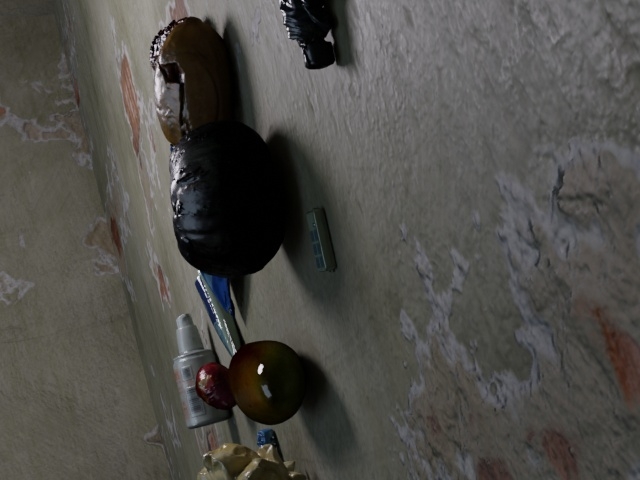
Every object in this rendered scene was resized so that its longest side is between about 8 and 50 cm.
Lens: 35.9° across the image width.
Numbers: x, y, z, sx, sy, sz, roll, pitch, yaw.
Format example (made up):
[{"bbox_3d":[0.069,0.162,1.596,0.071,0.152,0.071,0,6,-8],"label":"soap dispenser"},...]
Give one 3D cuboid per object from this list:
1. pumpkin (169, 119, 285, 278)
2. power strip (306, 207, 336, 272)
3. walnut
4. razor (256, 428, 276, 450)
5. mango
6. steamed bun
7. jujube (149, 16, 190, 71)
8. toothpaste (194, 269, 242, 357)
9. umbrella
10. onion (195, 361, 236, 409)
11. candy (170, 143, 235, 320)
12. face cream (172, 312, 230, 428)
[{"bbox_3d":[-0.139,-0.061,1.454,0.233,0.163,0.233,173,90,-83],"label":"pumpkin"},{"bbox_3d":[0.000,0.000,1.310,0.040,0.016,0.090,164,94,-73],"label":"power strip"},{"bbox_3d":[-0.204,-0.240,1.611,0.137,0.137,0.245,-139,43,-62],"label":"walnut"},{"bbox_3d":[-0.076,0.470,1.805,0.082,0.042,0.253,-38,63,60],"label":"razor"},{"bbox_3d":[-0.081,0.223,1.546,0.267,0.111,0.133,168,106,-73],"label":"mango"},{"bbox_3d":[-0.085,0.466,1.669,0.295,0.137,0.292,57,146,7],"label":"steamed bun"},{"bbox_3d":[-0.245,-0.339,1.727,0.166,0.104,0.104,-31,72,58],"label":"jujube"},{"bbox_3d":[-0.198,0.154,1.976,0.268,0.047,0.069,62,144,32],"label":"toothpaste"},{"bbox_3d":[-0.034,-0.305,1.142,0.080,0.071,0.224,-30,-77,-79],"label":"umbrella"},{"bbox_3d":[-0.205,0.296,2.016,0.107,0.097,0.107,47,-176,-5],"label":"onion"},{"bbox_3d":[-0.228,-0.019,1.910,0.187,0.077,0.331,89,161,-50],"label":"candy"},{"bbox_3d":[-0.279,0.289,2.213,0.101,0.101,0.251,133,123,-69],"label":"face cream"}]
